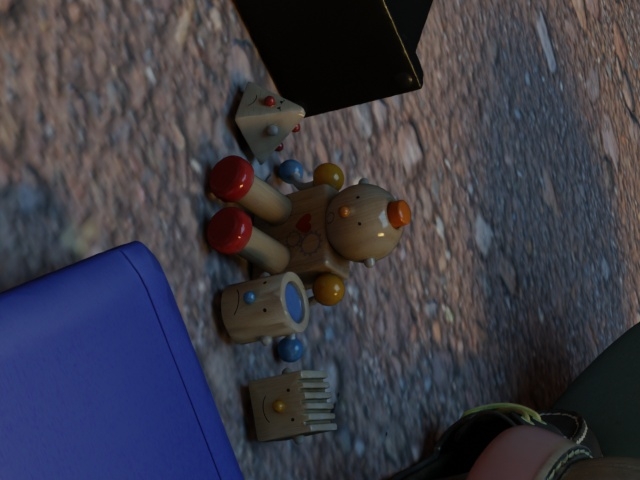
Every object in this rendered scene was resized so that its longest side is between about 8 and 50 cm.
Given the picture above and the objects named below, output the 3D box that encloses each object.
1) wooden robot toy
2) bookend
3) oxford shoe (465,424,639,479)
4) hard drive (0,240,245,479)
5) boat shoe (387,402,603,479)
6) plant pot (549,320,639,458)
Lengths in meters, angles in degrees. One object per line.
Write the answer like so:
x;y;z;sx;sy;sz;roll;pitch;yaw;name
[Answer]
0.000;0.000;0.737;0.076;0.079;0.173;37;46;-54;wooden robot toy
0.004;-0.174;0.833;0.156;0.072;0.157;63;28;-31;bookend
0.144;0.283;0.770;0.140;0.146;0.397;-38;128;-48;oxford shoe
-0.068;0.119;0.469;0.318;0.040;0.210;-35;104;-79;hard drive
0.096;0.124;0.878;0.227;0.081;0.069;-27;107;-62;boat shoe
0.248;0.161;1.038;0.290;0.195;0.290;41;43;-54;plant pot
